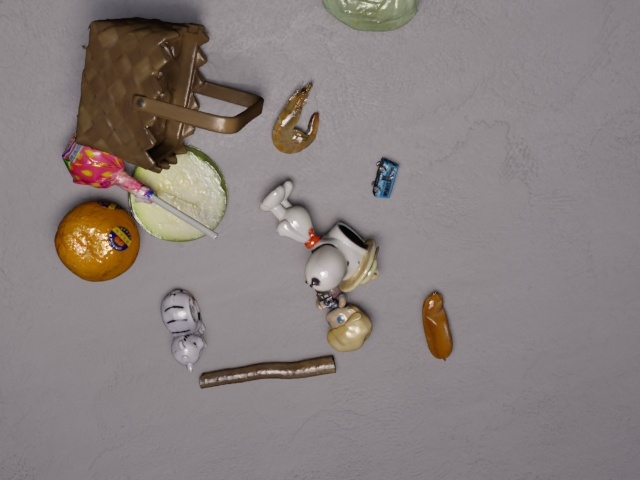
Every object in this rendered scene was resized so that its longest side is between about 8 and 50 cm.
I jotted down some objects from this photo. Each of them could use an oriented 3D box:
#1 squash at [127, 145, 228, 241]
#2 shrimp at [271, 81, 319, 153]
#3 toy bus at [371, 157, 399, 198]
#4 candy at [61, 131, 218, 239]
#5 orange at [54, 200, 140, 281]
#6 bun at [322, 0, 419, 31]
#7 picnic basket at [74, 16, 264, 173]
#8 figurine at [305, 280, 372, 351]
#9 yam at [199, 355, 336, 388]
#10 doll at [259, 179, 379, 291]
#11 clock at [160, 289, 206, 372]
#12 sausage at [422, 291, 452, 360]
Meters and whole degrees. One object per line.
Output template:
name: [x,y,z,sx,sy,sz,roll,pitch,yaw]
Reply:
squash: [-0.312,-0.102,1.714,0.219,0.041,0.219,1,110,2]
shrimp: [-0.040,-0.255,1.660,0.095,0.045,0.162,27,105,-12]
toy bus: [0.141,-0.136,1.716,0.046,0.038,0.083,10,112,-11]
candy: [-0.369,-0.105,1.630,0.365,0.124,0.124,31,107,2]
orange: [-0.476,0.001,1.681,0.177,0.155,0.178,-2,105,-7]
bun: [0.100,-0.511,1.533,0.221,0.108,0.221,-1,111,-2]
picnic basket: [-0.287,-0.278,1.526,0.321,0.254,0.291,14,110,4]
figurine: [0.042,0.161,1.792,0.114,0.108,0.196,-25,103,25]
yam: [-0.127,0.317,1.877,0.326,0.045,0.045,-8,142,2]
doll: [0.005,-0.013,1.711,0.144,0.208,0.271,-42,72,37]
clock: [-0.313,0.203,1.784,0.080,0.117,0.176,-13,110,2]
sausage: [0.272,0.204,1.844,0.062,0.054,0.183,-26,111,-27]
